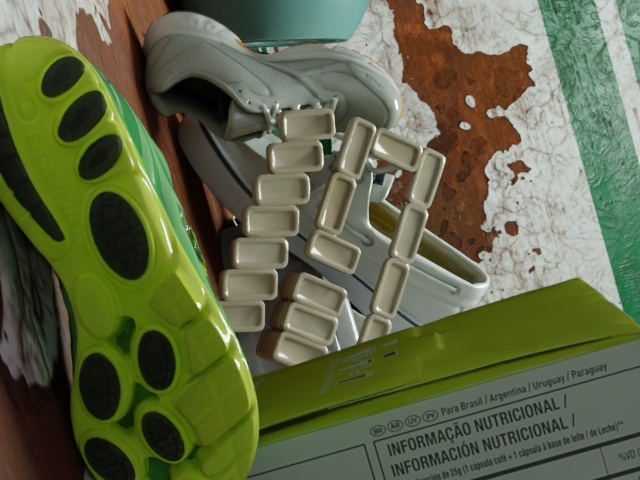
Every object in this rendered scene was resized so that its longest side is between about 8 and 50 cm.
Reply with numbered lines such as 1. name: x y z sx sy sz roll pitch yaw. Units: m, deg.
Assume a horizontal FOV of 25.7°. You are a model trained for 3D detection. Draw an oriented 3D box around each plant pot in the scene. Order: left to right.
1. plant pot: -0.057 -0.356 1.723 0.293 0.293 0.235 -61 148 -84

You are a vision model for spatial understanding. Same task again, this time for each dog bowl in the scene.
1. dog bowl: -0.015 0.120 1.614 0.349 0.102 0.349 -17 90 -85

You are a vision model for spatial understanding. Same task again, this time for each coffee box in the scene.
1. coffee box: 0.096 0.241 1.022 0.337 0.338 0.334 -50 123 -85

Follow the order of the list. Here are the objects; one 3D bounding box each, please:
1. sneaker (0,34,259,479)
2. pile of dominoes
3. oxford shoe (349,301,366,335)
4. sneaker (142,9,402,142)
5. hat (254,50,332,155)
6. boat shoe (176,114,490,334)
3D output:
1. sneaker: -0.105 0.020 0.806 0.123 0.109 0.295 -72 145 -75
2. pile of dominoes: 0.000 0.000 1.359 0.040 0.196 0.251 5 -106 60
3. oxford shoe: 0.063 0.170 1.795 0.140 0.146 0.397 -4 61 -40
4. sneaker: -0.049 -0.132 1.365 0.121 0.262 0.099 -87 -169 -46
5. hat: -0.113 -0.111 1.530 0.208 0.173 0.183 55 38 4
6. boat shoe: 0.031 -0.046 1.455 0.367 0.156 0.136 41 27 -8
